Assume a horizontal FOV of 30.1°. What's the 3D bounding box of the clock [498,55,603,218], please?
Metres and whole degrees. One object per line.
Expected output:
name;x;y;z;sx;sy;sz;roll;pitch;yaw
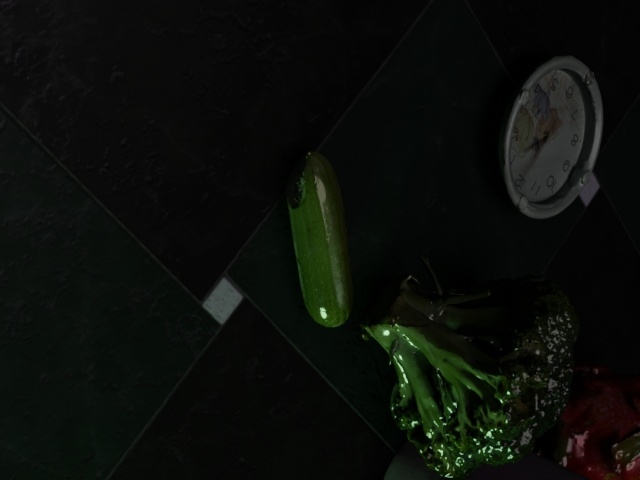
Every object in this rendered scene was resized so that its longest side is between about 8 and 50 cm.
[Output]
clock;0.323;-0.150;1.718;0.236;0.053;0.236;-17;116;-39

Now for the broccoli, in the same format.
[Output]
broccoli;0.201;0.147;1.572;0.283;0.321;0.304;33;66;-11

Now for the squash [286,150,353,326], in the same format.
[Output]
squash;0.000;0.000;1.465;0.069;0.069;0.239;-25;119;-34

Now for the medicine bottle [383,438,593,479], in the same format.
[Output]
medicine bottle;0.278;0.403;1.622;0.219;0.388;0.219;-16;115;-39

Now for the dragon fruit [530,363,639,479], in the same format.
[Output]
dragon fruit;0.431;0.321;1.842;0.302;0.231;0.237;-16;116;-35
